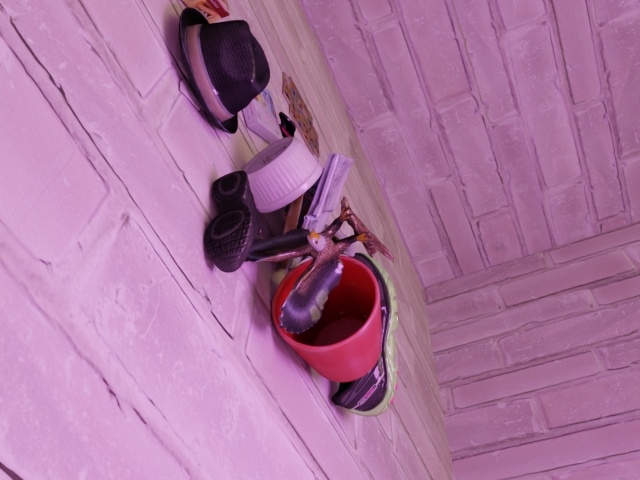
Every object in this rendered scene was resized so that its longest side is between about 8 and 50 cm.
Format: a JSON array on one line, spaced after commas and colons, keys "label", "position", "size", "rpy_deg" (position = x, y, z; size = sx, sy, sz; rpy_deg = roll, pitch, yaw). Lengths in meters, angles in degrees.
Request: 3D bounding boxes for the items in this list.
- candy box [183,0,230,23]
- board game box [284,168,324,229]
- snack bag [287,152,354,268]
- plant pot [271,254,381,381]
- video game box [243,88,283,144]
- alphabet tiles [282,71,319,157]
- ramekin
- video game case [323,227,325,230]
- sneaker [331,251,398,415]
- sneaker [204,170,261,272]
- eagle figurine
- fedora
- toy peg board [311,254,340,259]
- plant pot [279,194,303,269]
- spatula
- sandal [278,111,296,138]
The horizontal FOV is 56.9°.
[{"label": "candy box", "position": [-0.350, -0.773, 1.604], "size": [0.183, 0.087, 0.316], "rpy_deg": [35, 38, -66]}, {"label": "board game box", "position": [-0.057, -0.139, 1.744], "size": [0.194, 0.060, 0.194], "rpy_deg": [38, 74, -56]}, {"label": "snack bag", "position": [0.006, -0.084, 1.683], "size": [0.323, 0.037, 0.342], "rpy_deg": [-27, 139, -79]}, {"label": "plant pot", "position": [0.037, 0.216, 1.490], "size": [0.243, 0.275, 0.275], "rpy_deg": [70, 11, -47]}, {"label": "video game box", "position": [-0.189, -0.408, 1.817], "size": [0.205, 0.048, 0.187], "rpy_deg": [25, 50, -71]}, {"label": "alphabet tiles", "position": [-0.078, -0.515, 2.435], "size": [0.285, 0.011, 0.342], "rpy_deg": [-93, 159, -45]}, {"label": "ramekin", "position": [-0.108, -0.177, 1.526], "size": [0.109, 0.207, 0.207], "rpy_deg": [54, 20, -22]}, {"label": "video game case", "position": [0.000, 0.000, 2.040], "size": [0.204, 0.025, 0.285], "rpy_deg": [-70, 138, -68]}, {"label": "sneaker", "position": [0.103, 0.250, 1.689], "size": [0.185, 0.202, 0.483], "rpy_deg": [129, -37, -58]}, {"label": "sneaker", "position": [-0.175, -0.028, 1.287], "size": [0.286, 0.109, 0.130], "rpy_deg": [-90, 163, -47]}, {"label": "eagle figurine", "position": [-0.023, 0.038, 1.354], "size": [0.225, 0.298, 0.226], "rpy_deg": [56, -6, -36]}, {"label": "fedora", "position": [-0.220, -0.439, 1.466], "size": [0.334, 0.152, 0.334], "rpy_deg": [-18, 90, -78]}, {"label": "toy peg board", "position": [0.010, 0.113, 1.661], "size": [0.161, 0.079, 0.160], "rpy_deg": [91, 5, -47]}, {"label": "plant pot", "position": [-0.081, -0.041, 1.568], "size": [0.236, 0.032, 0.236], "rpy_deg": [-166, -90, -86]}, {"label": "spatula", "position": [-0.286, -0.372, 1.473], "size": [0.242, 0.019, 0.168], "rpy_deg": [44, 29, -60]}, {"label": "sandal", "position": [-0.116, -0.362, 1.950], "size": [0.067, 0.040, 0.179], "rpy_deg": [42, -14, 13]}]
